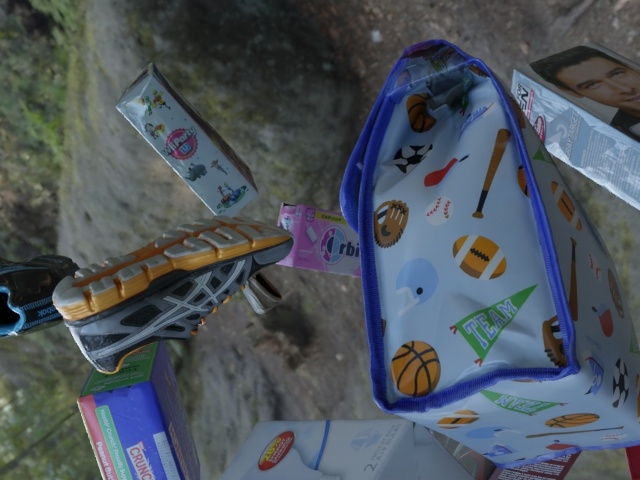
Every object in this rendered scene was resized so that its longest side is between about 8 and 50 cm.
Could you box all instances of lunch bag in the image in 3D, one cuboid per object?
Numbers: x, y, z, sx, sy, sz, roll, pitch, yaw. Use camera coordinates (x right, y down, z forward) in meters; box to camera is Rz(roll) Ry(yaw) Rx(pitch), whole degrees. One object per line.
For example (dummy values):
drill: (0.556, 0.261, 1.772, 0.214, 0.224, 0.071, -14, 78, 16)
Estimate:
lunch bag: (0.184, 0.019, 0.999, 0.328, 0.239, 0.386, 36, -136, -54)

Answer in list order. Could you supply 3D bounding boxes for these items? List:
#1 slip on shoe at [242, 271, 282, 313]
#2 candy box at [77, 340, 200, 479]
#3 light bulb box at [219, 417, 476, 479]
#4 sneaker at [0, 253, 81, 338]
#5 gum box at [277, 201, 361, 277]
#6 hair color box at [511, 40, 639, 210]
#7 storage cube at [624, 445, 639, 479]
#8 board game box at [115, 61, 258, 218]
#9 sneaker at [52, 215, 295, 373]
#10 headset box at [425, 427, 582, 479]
slip on shoe: (-0.107, 0.047, 1.381, 0.135, 0.041, 0.051, 58, -161, -14)
candy box: (-0.282, 0.319, 1.515, 0.317, 0.122, 0.268, -141, 36, -79)
light bulb box: (-0.011, 0.426, 1.167, 0.225, 0.358, 0.361, 48, 147, -18)
sneaker: (-0.511, 0.079, 1.378, 0.340, 0.139, 0.125, -4, 106, 28)
gum box: (0.000, 0.000, 1.647, 0.062, 0.188, 0.107, 9, 89, 45)
hair color box: (0.495, -0.177, 1.485, 0.374, 0.185, 0.114, 43, 146, 41)
storage cube: (0.617, 0.386, 1.475, 0.193, 0.215, 0.183, -22, 144, 30)
board game box: (-0.262, -0.197, 1.840, 0.303, 0.097, 0.224, 47, -176, -19)
sneaker: (-0.117, 0.040, 0.795, 0.084, 0.215, 0.083, 23, 130, 58)
headset box: (0.259, 0.265, 1.326, 0.218, 0.110, 0.293, -100, 28, -56)
